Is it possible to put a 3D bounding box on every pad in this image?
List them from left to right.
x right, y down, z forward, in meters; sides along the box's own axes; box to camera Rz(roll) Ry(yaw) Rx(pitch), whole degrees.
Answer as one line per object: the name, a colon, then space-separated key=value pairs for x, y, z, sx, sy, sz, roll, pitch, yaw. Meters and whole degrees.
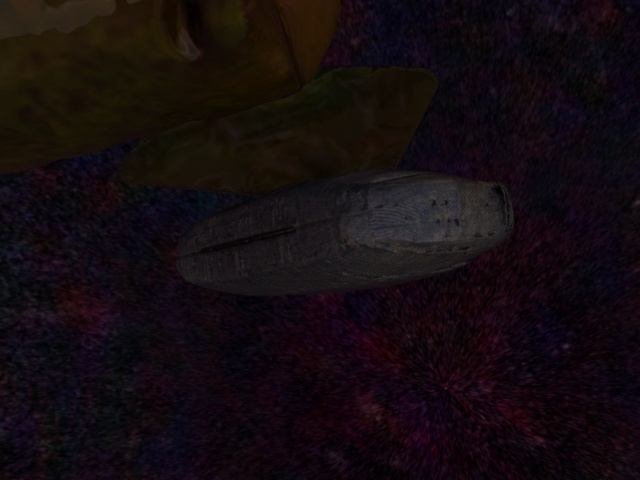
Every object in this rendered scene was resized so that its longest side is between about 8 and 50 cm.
pad: x=-0.040 y=-0.102 z=0.798 sx=0.267 sy=0.004 sz=0.181 roll=7 pitch=49 yaw=28

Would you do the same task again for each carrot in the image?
carrot: x=-0.139 y=-0.162 z=0.449 sx=0.340 sy=0.241 sz=0.242 roll=-11 pitch=79 yaw=19

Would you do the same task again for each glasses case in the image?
glasses case: x=0.000 y=0.000 z=0.550 sx=0.109 sy=0.282 sz=0.067 roll=-2 pitch=84 yaw=-30
